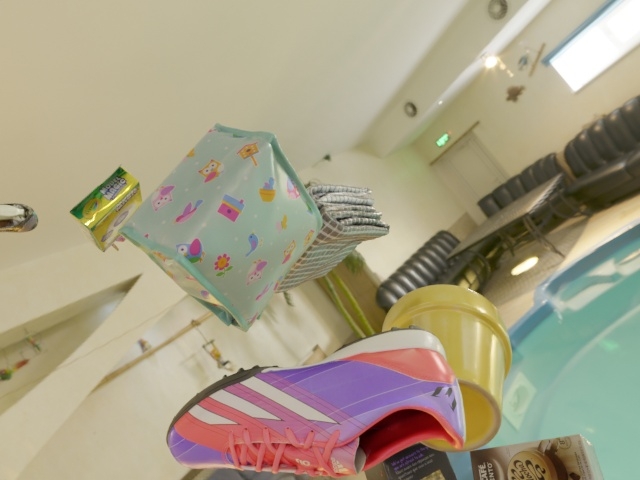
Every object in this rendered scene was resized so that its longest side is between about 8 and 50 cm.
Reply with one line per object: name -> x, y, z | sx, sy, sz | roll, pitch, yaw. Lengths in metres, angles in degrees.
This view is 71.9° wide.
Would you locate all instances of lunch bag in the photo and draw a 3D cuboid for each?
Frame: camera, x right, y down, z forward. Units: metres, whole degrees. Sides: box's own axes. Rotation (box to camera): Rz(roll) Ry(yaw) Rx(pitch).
lunch bag -> -0.119, -0.004, 0.663 | 0.223, 0.160, 0.262 | -56, -34, -20

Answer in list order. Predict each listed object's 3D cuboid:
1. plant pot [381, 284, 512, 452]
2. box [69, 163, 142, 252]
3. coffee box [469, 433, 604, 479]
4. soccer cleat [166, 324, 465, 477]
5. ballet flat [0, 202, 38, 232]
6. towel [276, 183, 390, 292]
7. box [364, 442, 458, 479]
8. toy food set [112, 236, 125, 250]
plant pot -> 0.236, 0.247, 0.831 | 0.254, 0.254, 0.239 | -39, 10, 23
box -> -0.339, -0.050, 0.714 | 0.105, 0.043, 0.179 | -53, 4, -23
coffee box -> 0.563, 0.627, 1.149 | 0.297, 0.119, 0.168 | -27, 41, 30
soccer cleat -> -0.016, 0.188, 0.448 | 0.318, 0.108, 0.116 | -19, 37, 6
ballet flat -> -0.387, -0.027, 0.499 | 0.114, 0.041, 0.041 | -6, -23, -34
towel -> 0.000, 0.000, 0.951 | 0.235, 0.121, 0.284 | -44, -20, 27
box -> 0.210, 0.566, 0.891 | 0.144, 0.270, 0.165 | -10, -33, -17
toy food set -> -0.520, -0.034, 1.117 | 0.019, 0.078, 0.122 | -37, -20, -47
